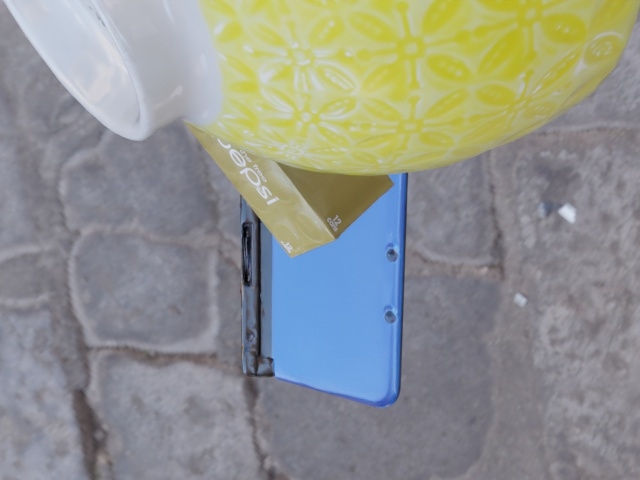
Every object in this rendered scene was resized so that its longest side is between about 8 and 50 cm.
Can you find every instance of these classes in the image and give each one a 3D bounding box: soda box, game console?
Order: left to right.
[{"bbox_3d":[-0.041,-0.080,0.733,0.181,0.058,0.061,51,152,-10],"label":"soda box"},{"bbox_3d":[0.000,0.000,1.346,0.173,0.250,0.293,2,108,0],"label":"game console"}]

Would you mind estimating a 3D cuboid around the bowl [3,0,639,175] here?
[{"bbox_3d":[-0.040,-0.128,0.467,0.289,0.156,0.289,46,161,21],"label":"bowl"}]
